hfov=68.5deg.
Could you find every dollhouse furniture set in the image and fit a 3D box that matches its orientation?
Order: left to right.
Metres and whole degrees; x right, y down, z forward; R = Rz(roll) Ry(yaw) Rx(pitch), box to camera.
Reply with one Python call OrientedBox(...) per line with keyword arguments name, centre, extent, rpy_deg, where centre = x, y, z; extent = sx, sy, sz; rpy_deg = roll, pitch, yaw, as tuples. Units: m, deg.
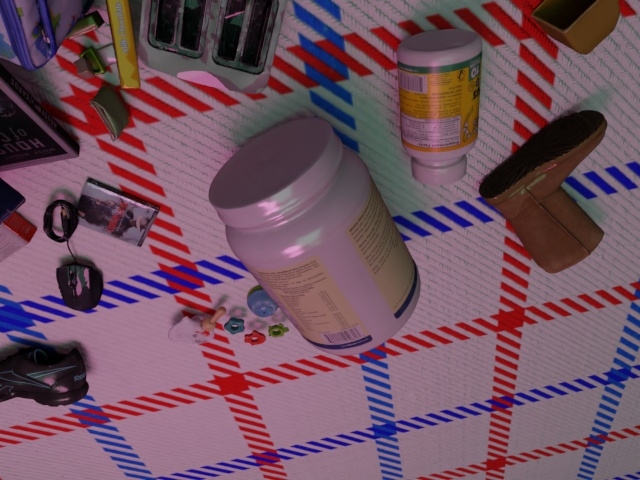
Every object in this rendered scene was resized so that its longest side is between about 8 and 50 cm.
OrientedBox(name="dollhouse furniture set", centre=(-0.285, -0.219, 0.632), extent=(0.058, 0.076, 0.152), rpy_deg=(-20, 126, 2))

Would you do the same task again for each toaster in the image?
OrientedBox(name="toaster", centre=(-0.136, -0.284, 0.591), extent=(0.167, 0.110, 0.186), rpy_deg=(11, 123, -16))

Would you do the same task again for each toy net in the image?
OrientedBox(name="toy net", centre=(-0.186, 0.167, 0.949), extent=(0.232, 0.045, 0.122), rpy_deg=(-13, 128, 1))

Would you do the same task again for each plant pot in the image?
OrientedBox(name="plant pot", centre=(0.374, -0.318, 0.678), extent=(0.083, 0.081, 0.081), rpy_deg=(29, 116, -38))

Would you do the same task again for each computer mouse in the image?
OrientedBox(name="computer mouse", centre=(-0.425, 0.038, 0.804), extent=(0.071, 0.041, 0.242), rpy_deg=(2, 128, -6))

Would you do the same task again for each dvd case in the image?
OrientedBox(name="dvd case", centre=(-0.455, -0.161, 0.598), extent=(0.179, 0.030, 0.239), rpy_deg=(-11, 158, -1))
OrientedBox(name="dvd case", centre=(-0.342, -0.044, 0.786), extent=(0.119, 0.013, 0.087), rpy_deg=(24, 118, -25))

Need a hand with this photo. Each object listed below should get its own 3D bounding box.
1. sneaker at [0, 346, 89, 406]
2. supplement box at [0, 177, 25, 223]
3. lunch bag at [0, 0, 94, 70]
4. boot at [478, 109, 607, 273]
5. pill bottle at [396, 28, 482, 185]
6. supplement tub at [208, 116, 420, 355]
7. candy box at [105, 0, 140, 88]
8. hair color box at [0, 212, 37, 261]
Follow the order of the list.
OrientedBox(name="sneaker", centre=(-0.597, 0.259, 0.926), extent=(0.267, 0.101, 0.106), rpy_deg=(2, 103, -10))
OrientedBox(name="supplement box", centre=(-0.572, -0.012, 0.568), extent=(0.356, 0.194, 0.195), rpy_deg=(-11, 133, 36))
OrientedBox(name="lunch bag", centre=(-0.295, -0.290, 0.454), extent=(0.090, 0.176, 0.219), rpy_deg=(19, 150, -10))
OrientedBox(name="boot", centre=(0.450, -0.078, 0.863), extent=(0.269, 0.089, 0.236), rpy_deg=(36, 123, -29))
OrientedBox(name="pill bottle", centre=(0.178, -0.193, 0.706), extent=(0.117, 0.118, 0.209), rpy_deg=(-12, 126, -2))
OrientedBox(name="supplement tub", centre=(0.000, 0.000, 0.740), extent=(0.235, 0.236, 0.325), rpy_deg=(-26, 125, 9))
OrientedBox(name="candy box", centre=(-0.241, -0.295, 0.554), extent=(0.027, 0.105, 0.206), rpy_deg=(-8, 121, -17))
OrientedBox(name="hair color box", centre=(-0.535, -0.036, 0.739), extent=(0.071, 0.043, 0.141), rpy_deg=(-29, 126, 12))
